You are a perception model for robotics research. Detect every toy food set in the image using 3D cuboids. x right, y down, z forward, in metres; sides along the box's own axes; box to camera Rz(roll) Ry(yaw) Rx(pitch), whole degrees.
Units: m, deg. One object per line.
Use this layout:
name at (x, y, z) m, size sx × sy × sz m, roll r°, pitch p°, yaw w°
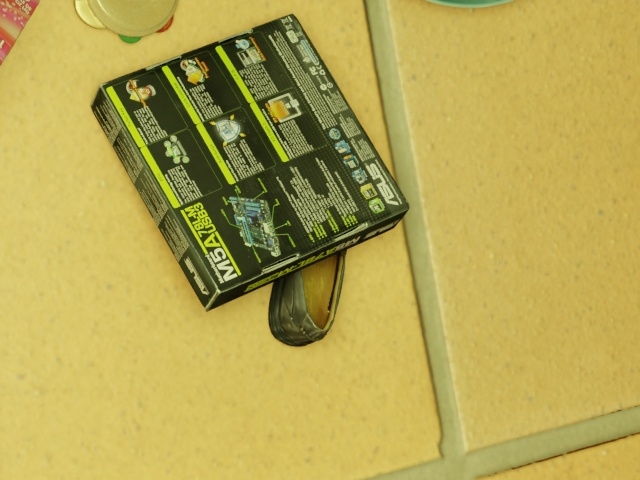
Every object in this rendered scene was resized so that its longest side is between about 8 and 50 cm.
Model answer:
toy food set at (-0.147, -0.195, 1.451) m, size 0.082 × 0.020 × 0.083 m, roll 21°, pitch 77°, yaw -26°

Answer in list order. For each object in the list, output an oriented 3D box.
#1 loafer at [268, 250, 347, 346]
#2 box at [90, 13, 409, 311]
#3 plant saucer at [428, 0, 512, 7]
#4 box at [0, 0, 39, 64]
loafer at (0.000, 0.000, 1.495) m, size 0.062 × 0.061 × 0.170 m, roll 5°, pitch 84°, yaw -27°
box at (-0.053, -0.064, 1.446) m, size 0.184 × 0.045 × 0.190 m, roll -25°, pitch 77°, yaw -26°
plant saucer at (0.105, -0.351, 1.583) m, size 0.317 × 0.044 × 0.317 m, roll 2°, pitch 86°, yaw -28°
box at (-0.336, -0.187, 1.267) m, size 0.257 × 0.128 × 0.122 m, roll 42°, pitch 37°, yaw -19°
